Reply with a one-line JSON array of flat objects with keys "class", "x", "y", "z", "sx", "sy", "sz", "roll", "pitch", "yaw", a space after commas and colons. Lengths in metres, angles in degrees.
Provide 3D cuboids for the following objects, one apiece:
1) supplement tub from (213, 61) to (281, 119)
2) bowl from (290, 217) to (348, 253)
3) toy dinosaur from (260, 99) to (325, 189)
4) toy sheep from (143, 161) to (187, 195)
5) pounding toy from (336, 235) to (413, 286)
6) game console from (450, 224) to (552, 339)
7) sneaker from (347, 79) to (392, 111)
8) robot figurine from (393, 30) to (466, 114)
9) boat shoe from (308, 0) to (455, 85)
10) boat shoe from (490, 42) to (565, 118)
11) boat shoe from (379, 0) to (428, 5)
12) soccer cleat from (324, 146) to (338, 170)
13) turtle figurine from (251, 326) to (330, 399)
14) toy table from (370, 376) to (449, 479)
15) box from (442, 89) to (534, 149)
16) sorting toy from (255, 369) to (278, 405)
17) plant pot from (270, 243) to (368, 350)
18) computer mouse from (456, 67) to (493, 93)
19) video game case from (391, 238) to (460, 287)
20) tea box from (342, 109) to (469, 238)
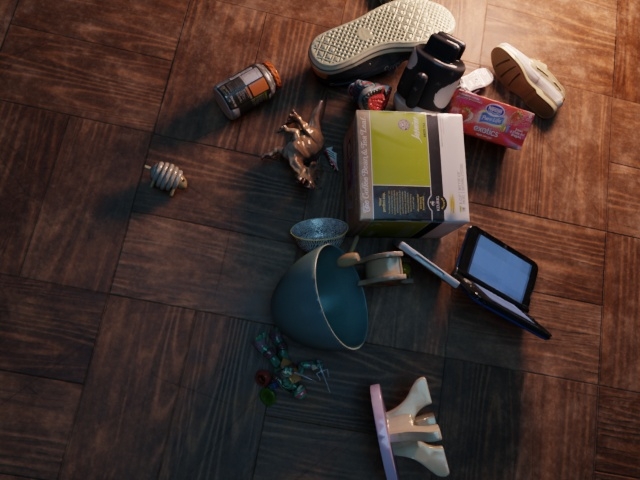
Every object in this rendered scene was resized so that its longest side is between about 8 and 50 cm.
[{"class": "supplement tub", "x": -0.222, "y": -0.464, "z": 1.556, "sx": 0.190, "sy": 0.117, "sz": 0.117, "roll": -34, "pitch": 84, "yaw": -14}, {"class": "bowl", "x": 0.000, "y": 0.000, "z": 1.488, "sx": 0.170, "sy": 0.170, "sz": 0.080, "roll": -9, "pitch": 114, "yaw": -10}, {"class": "toy dinosaur", "x": -0.041, "y": -0.279, "z": 1.546, "sx": 0.200, "sy": 0.127, "sz": 0.295, "roll": 34, "pitch": 64, "yaw": -7}, {"class": "toy sheep", "x": -0.453, "y": -0.186, "z": 1.483, "sx": 0.132, "sy": 0.091, "sz": 0.091, "roll": 23, "pitch": 75, "yaw": -21}, {"class": "pounding toy", "x": 0.179, "y": 0.049, "z": 1.435, "sx": 0.154, "sy": 0.269, "sz": 0.154, "roll": -13, "pitch": 77, "yaw": 34}, {"class": "game console", "x": 0.552, "y": 0.118, "z": 1.488, "sx": 0.293, "sy": 0.250, "sz": 0.173, "roll": 28, "pitch": 102, "yaw": -15}, {"class": "sneaker", "x": 0.135, "y": -0.436, "z": 1.558, "sx": 0.125, "sy": 0.262, "sz": 0.104, "roll": 19, "pitch": 111, "yaw": 10}, {"class": "robot figurine", "x": 0.337, "y": -0.489, "z": 1.561, "sx": 0.209, "sy": 0.278, "sz": 0.173, "roll": 2, "pitch": 42, "yaw": -26}, {"class": "boat shoe", "x": 0.193, "y": -0.629, "z": 1.626, "sx": 0.500, "sy": 0.156, "sz": 0.186, "roll": -23, "pitch": 76, "yaw": -9}, {"class": "boat shoe", "x": 0.701, "y": -0.554, "z": 1.710, "sx": 0.302, "sy": 0.113, "sz": 0.103, "roll": 46, "pitch": 75, "yaw": -8}, {"class": "boat shoe", "x": 0.248, "y": -0.839, "z": 1.707, "sx": 0.098, "sy": 0.109, "sz": 0.302, "roll": -41, "pitch": 92, "yaw": -15}, {"class": "soccer cleat", "x": 0.041, "y": -0.257, "z": 1.594, "sx": 0.036, "sy": 0.029, "sz": 0.083, "roll": -26, "pitch": 78, "yaw": -8}, {"class": "turtle figurine", "x": -0.083, "y": 0.351, "z": 1.393, "sx": 0.118, "sy": 0.175, "sz": 0.234, "roll": -42, "pitch": 75, "yaw": 14}, {"class": "toy table", "x": 0.238, "y": 0.516, "z": 1.367, "sx": 0.161, "sy": 0.252, "sz": 0.274, "roll": -13, "pitch": 90, "yaw": 7}, {"class": "box", "x": 0.522, "y": -0.386, "z": 1.617, "sx": 0.257, "sy": 0.128, "sz": 0.122, "roll": 17, "pitch": 105, "yaw": -4}, {"class": "sorting toy", "x": -0.143, "y": 0.408, "z": 1.424, "sx": 0.061, "sy": 0.042, "sz": 0.102, "roll": -17, "pitch": 90, "yaw": 29}, {"class": "plant pot", "x": -0.020, "y": 0.175, "z": 1.393, "sx": 0.195, "sy": 0.290, "sz": 0.290, "roll": -19, "pitch": 79, "yaw": 25}, {"class": "computer mouse", "x": 0.489, "y": -0.515, "z": 1.704, "sx": 0.193, "sy": 0.042, "sz": 0.106, "roll": -23, "pitch": 78, "yaw": -6}, {"class": "video game case", "x": 0.298, "y": 0.062, "z": 1.470, "sx": 0.193, "sy": 0.212, "sz": 0.023, "roll": 36, "pitch": 94, "yaw": 1}, {"class": "tea box", "x": 0.241, "y": -0.187, "z": 1.508, "sx": 0.324, "sy": 0.220, "sz": 0.329, "roll": 2, "pitch": 78, "yaw": -8}]
